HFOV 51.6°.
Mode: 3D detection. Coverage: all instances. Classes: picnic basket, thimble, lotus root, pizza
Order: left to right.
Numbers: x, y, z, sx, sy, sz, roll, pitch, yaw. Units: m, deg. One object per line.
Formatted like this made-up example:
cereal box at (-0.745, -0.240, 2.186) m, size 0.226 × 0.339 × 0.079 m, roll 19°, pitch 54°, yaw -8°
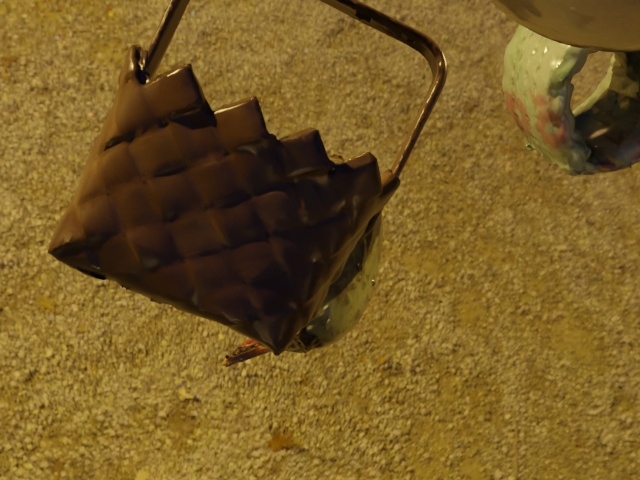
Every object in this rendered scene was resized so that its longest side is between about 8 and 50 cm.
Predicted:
pizza at (-0.111, 0.169, 1.021) m, size 0.099 × 0.100 × 0.029 m, roll -16°, pitch 85°, yaw -44°
picnic basket at (-0.056, -0.083, 0.598) m, size 0.254 × 0.291 × 0.321 m, roll 27°, pitch 88°, yaw -3°
lotus root at (0.000, 0.000, 0.865) m, size 0.173 × 0.173 × 0.309 m, roll 17°, pitch 56°, yaw 1°
thimble at (0.323, -0.186, 0.802) m, size 0.185 × 0.211 × 0.149 m, roll 8°, pitch 28°, yaw -16°

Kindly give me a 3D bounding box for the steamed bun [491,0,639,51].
steamed bun at (0.227, -0.276, 0.459) m, size 0.282 × 0.283 × 0.177 m, roll 20°, pitch 19°, yaw 4°
